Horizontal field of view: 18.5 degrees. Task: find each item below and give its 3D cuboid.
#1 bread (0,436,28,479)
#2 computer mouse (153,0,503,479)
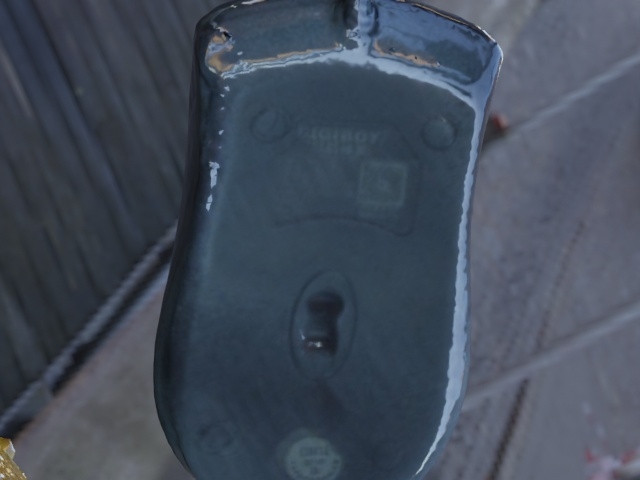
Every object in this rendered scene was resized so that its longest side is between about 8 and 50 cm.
[{"bbox_3d":[-0.389,0.217,1.818,0.340,0.194,0.179,50,4,-22],"label":"bread"},{"bbox_3d":[0.000,0.000,1.175,0.122,0.188,0.371,-96,-168,-59],"label":"computer mouse"}]
